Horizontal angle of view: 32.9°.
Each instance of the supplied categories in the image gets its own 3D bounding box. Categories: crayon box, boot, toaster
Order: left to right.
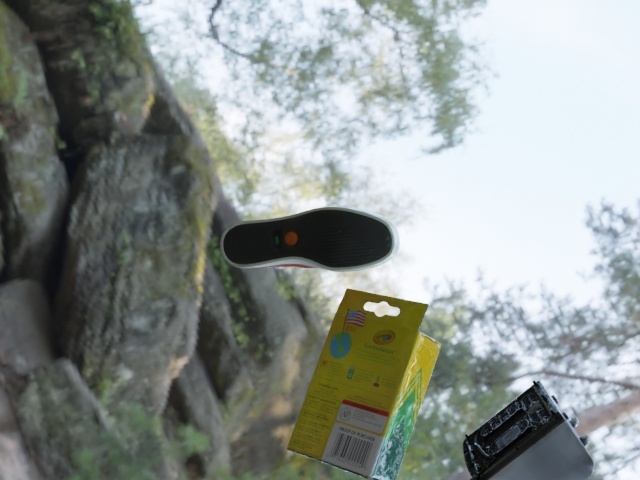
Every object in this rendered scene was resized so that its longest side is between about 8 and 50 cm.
[{"bbox_3d":[0.000,0.000,1.532,0.244,0.176,0.088,-2,-91,13],"label":"boot"},{"bbox_3d":[0.086,0.256,1.942,0.202,0.081,0.319,10,-105,42],"label":"crayon box"},{"bbox_3d":[0.297,0.314,1.589,0.110,0.185,0.168,50,6,-7],"label":"toaster"}]
